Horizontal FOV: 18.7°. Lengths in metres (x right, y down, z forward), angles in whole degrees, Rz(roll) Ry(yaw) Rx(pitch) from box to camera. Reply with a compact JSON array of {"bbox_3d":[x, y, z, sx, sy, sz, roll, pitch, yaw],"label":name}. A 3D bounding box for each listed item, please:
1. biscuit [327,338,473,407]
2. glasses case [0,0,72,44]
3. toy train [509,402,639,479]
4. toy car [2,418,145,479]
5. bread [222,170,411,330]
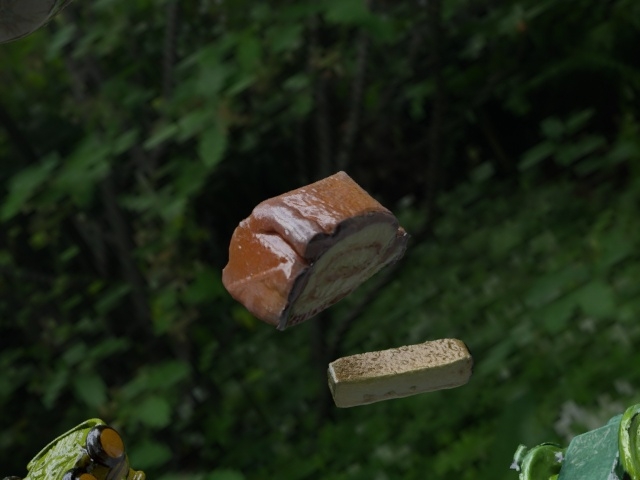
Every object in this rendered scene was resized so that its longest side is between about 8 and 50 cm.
[{"bbox_3d":[0.101,0.170,2.467,0.188,0.056,0.052,-8,42,-16],"label":"biscuit"},{"bbox_3d":[-0.226,-0.320,1.154,0.156,0.425,0.098,8,27,15],"label":"glasses case"},{"bbox_3d":[0.244,0.266,1.608,0.159,0.188,0.272,-27,22,41],"label":"toy train"},{"bbox_3d":[-0.316,0.348,2.465,0.200,0.142,0.248,-30,22,34],"label":"toy car"},{"bbox_3d":[-0.005,0.009,2.358,0.244,0.123,0.190,-17,-35,-50],"label":"bread"}]
